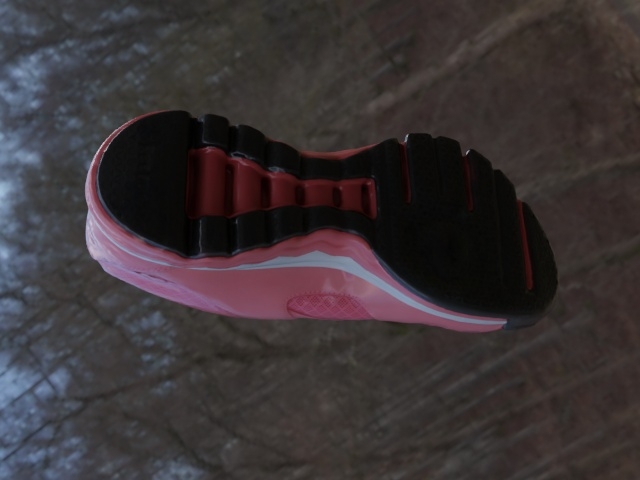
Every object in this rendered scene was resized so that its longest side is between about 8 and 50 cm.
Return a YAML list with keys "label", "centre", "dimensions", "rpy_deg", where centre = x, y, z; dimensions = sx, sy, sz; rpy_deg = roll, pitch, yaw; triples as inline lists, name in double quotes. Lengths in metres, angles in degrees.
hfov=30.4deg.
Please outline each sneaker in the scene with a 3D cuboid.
- label: "sneaker"
  centre: [0.000, -0.001, 0.757]
  dimensions: [0.314, 0.136, 0.116]
  rpy_deg: [11, -115, -17]
